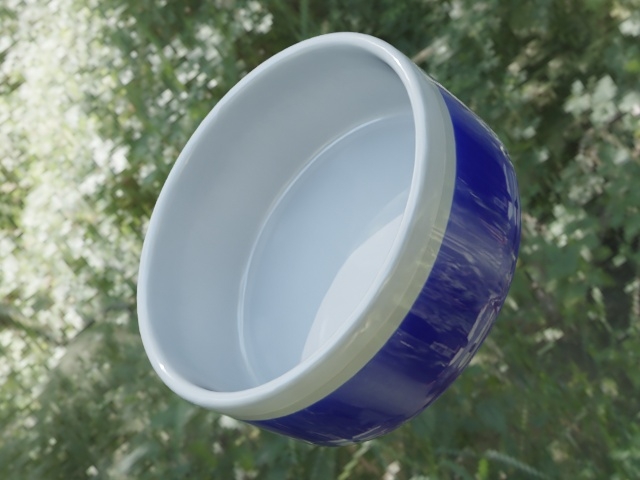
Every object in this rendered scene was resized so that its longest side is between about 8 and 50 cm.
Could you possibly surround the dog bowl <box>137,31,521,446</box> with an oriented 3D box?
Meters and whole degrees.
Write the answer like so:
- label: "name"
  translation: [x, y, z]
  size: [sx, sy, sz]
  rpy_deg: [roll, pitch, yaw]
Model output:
- label: "dog bowl"
  translation: [0.000, 0.000, 0.832]
  size: [0.265, 0.104, 0.265]
  rpy_deg: [-26, 50, 35]
